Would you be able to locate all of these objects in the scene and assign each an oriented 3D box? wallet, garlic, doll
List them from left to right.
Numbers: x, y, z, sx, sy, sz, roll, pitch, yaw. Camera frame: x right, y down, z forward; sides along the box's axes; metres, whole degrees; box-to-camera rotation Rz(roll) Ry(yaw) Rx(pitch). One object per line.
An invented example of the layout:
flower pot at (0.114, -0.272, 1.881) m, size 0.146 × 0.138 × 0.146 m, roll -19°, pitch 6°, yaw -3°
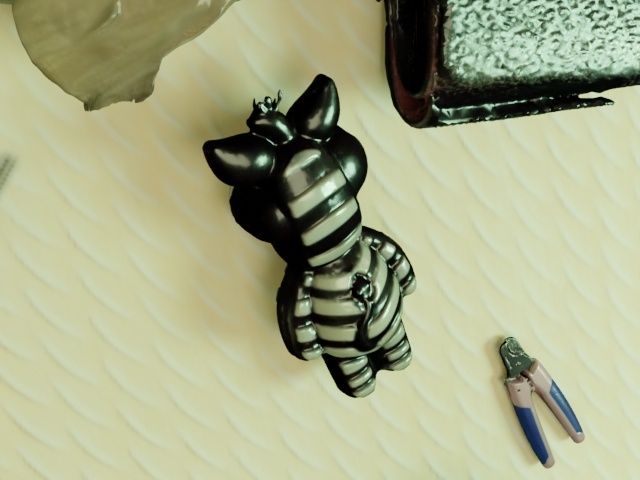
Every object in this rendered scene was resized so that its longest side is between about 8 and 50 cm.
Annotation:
garlic at (-0.059, -0.175, 0.753) m, size 0.229 × 0.178 × 0.142 m, roll -41°, pitch 104°, yaw -29°
doll at (0.000, 0.000, 0.915) m, size 0.091 × 0.067 × 0.219 m, roll -33°, pitch 128°, yaw -16°
wallet at (0.144, -0.202, 0.907) m, size 0.221 × 0.071 × 0.262 m, roll -8°, pitch 107°, yaw -24°

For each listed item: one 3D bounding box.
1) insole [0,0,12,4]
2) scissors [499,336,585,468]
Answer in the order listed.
insole at (-0.182, -0.155, 0.790) m, size 0.193 × 0.006 × 0.065 m, roll 3°, pitch 108°, yaw -29°
scissors at (0.146, 0.108, 1.065) m, size 0.039 × 0.012 × 0.113 m, roll -38°, pitch 123°, yaw -9°
